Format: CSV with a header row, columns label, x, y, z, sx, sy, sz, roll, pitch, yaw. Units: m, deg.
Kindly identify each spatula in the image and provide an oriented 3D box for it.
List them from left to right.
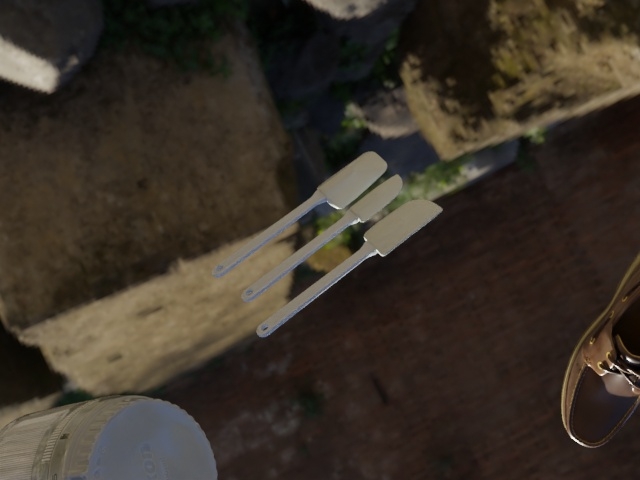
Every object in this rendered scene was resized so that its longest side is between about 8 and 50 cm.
label,x,y,z,sx,sy,sz,roll,pitch,yaw
spatula,0.000,0.000,1.386,0.242,0.168,0.019,-37,135,-6

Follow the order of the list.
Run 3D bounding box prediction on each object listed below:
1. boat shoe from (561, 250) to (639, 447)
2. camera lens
label,x,y,z,sx,sy,sz,roll,pitch,yaw
boat shoe,0.236,0.086,0.956,0.060,0.064,0.178,-48,162,-72
camera lens,-0.292,0.316,1.578,0.274,0.219,0.219,-17,180,44
